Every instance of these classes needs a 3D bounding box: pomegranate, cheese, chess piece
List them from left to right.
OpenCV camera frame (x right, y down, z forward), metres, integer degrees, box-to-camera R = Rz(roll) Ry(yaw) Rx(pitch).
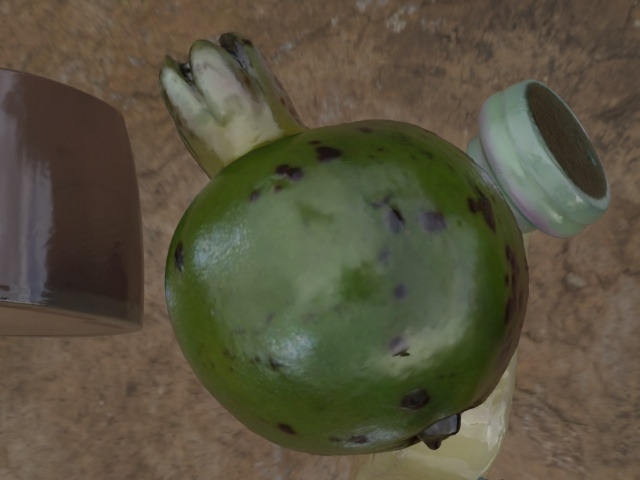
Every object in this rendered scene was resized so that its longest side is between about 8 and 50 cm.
[{"bbox_3d":[0.000,0.000,0.609,0.202,0.202,0.248,-30,81,-2],"label":"pomegranate"},{"bbox_3d":[0.113,0.147,1.129,0.104,0.384,0.384,18,83,1],"label":"cheese"},{"bbox_3d":[0.108,-0.020,1.022,0.272,0.139,0.139,-31,81,29],"label":"chess piece"}]

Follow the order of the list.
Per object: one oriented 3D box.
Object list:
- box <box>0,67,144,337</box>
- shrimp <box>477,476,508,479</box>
[{"bbox_3d":[-0.307,-0.026,1.078,0.301,0.301,0.216,3,78,3],"label":"box"},{"bbox_3d":[0.116,0.222,0.885,0.233,0.079,0.090,7,110,43],"label":"shrimp"}]
